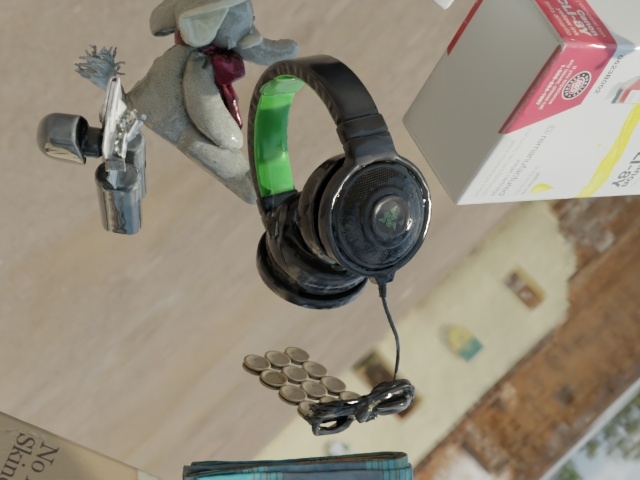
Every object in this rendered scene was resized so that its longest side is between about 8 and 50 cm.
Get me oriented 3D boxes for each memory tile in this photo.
[{"bbox_3d":[-0.022,0.186,1.719,0.113,0.148,0.012,-7,125,-46],"label":"memory tile"}]

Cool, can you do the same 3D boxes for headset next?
[{"bbox_3d":[0.000,0.000,1.396,0.185,0.394,0.243,-16,169,-28],"label":"headset"}]

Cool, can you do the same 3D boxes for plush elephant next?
[{"bbox_3d":[-0.157,-0.260,1.929,0.255,0.330,0.272,-52,-154,5],"label":"plush elephant"}]

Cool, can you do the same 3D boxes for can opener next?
[{"bbox_3d":[-0.209,-0.079,1.279,0.280,0.093,0.074,97,0,-73],"label":"can opener"}]

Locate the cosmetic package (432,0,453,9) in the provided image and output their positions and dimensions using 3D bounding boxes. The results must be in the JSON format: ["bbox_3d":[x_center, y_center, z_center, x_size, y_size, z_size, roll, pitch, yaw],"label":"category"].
[{"bbox_3d":[0.160,-0.467,1.444,0.365,0.197,0.155,-53,-157,14],"label":"cosmetic package"}]

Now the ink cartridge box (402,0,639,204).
[{"bbox_3d":[0.346,-0.199,1.715,0.384,0.160,0.279,-4,141,-35],"label":"ink cartridge box"}]

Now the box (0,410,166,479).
[{"bbox_3d":[-0.273,0.230,1.099,0.121,0.311,0.148,124,-14,-59],"label":"box"}]

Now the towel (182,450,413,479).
[{"bbox_3d":[-0.017,0.435,1.536,0.271,0.370,0.040,-3,-178,-8],"label":"towel"}]
